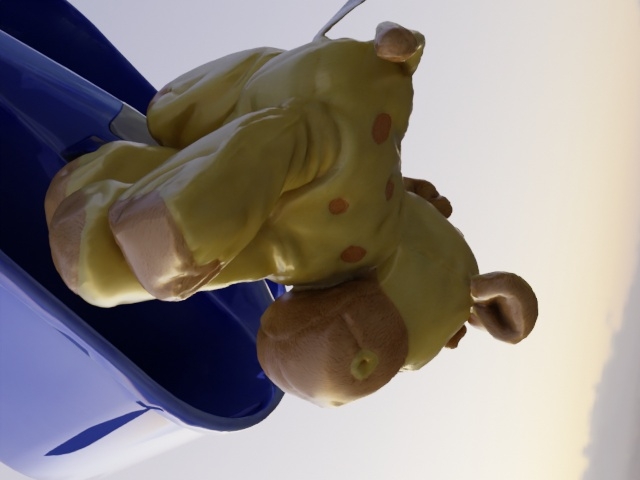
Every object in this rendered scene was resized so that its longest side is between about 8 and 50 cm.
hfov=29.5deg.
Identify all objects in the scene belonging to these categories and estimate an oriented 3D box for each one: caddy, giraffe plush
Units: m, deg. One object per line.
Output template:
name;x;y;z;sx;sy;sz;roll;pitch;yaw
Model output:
caddy;-0.149;-0.012;0.736;0.341;0.179;0.241;46;-151;-31
giraffe plush;0.000;0.000;0.571;0.170;0.210;0.181;57;174;-22
